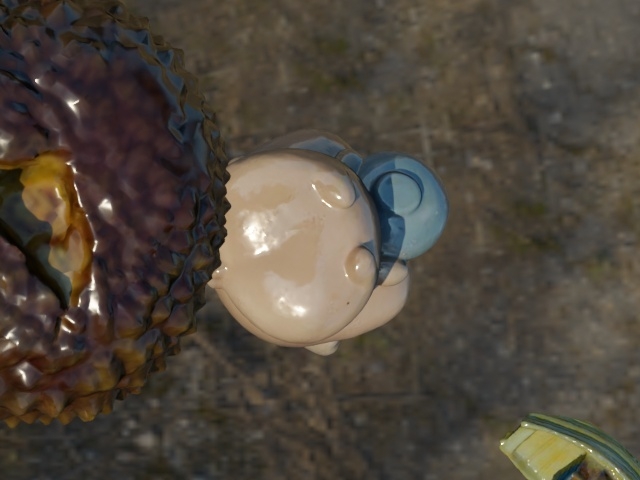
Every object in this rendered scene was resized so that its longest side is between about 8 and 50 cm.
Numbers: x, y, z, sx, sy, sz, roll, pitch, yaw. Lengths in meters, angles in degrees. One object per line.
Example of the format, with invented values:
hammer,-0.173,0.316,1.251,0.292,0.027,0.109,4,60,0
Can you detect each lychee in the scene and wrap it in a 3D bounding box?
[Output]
lychee,-0.182,-0.024,1.083,0.267,0.267,0.267,6,82,-42

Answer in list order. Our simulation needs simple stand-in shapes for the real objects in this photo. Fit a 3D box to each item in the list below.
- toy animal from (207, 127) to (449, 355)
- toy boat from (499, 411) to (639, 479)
toy animal,-0.019,0.008,1.700,0.221,0.229,0.210,-22,90,-54
toy boat,0.192,0.183,1.260,0.172,0.065,0.066,44,45,0
